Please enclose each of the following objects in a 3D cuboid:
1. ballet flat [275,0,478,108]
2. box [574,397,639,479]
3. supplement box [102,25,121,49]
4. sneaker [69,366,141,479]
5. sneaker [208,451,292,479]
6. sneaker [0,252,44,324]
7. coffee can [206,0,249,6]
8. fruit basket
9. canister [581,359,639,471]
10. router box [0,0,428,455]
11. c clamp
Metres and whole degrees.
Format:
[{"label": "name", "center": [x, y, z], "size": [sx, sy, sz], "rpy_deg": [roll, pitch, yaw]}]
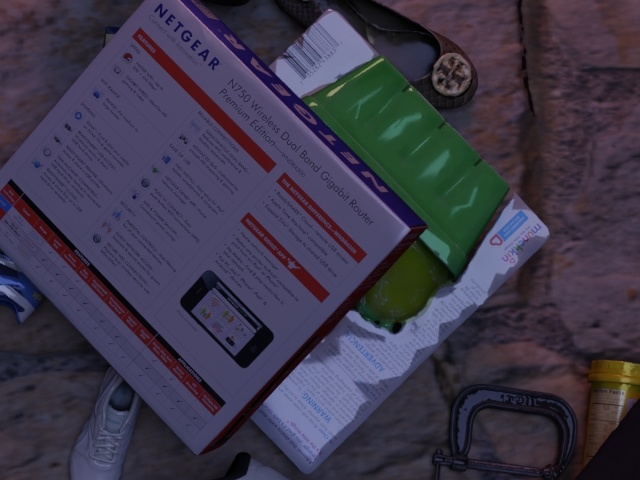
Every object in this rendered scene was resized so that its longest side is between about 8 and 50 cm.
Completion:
[{"label": "ballet flat", "center": [0.060, -0.221, 1.579], "size": [0.250, 0.058, 0.084], "rpy_deg": [33, 78, -4]}, {"label": "box", "center": [0.556, 0.314, 1.336], "size": [0.472, 0.480, 0.297], "rpy_deg": [47, 75, -13]}, {"label": "supplement box", "center": [-0.183, -0.169, 1.527], "size": [0.083, 0.056, 0.083], "rpy_deg": [4, 81, -10]}, {"label": "sneaker", "center": [-0.211, 0.189, 1.469], "size": [0.054, 0.061, 0.152], "rpy_deg": [16, 81, -10]}, {"label": "sneaker", "center": [-0.126, 0.333, 1.441], "size": [0.182, 0.127, 0.315], "rpy_deg": [35, 70, 0]}, {"label": "sneaker", "center": [-0.341, 0.035, 1.472], "size": [0.144, 0.053, 0.059], "rpy_deg": [23, 81, -5]}, {"label": "coffee can", "center": [-0.087, -0.407, 1.506], "size": [0.201, 0.201, 0.275], "rpy_deg": [32, 77, -5]}, {"label": "fruit basket", "center": [0.000, 0.000, 1.510], "size": [0.327, 0.165, 0.353], "rpy_deg": [45, 93, 0]}, {"label": "canister", "center": [0.336, 0.218, 1.559], "size": [0.126, 0.073, 0.170], "rpy_deg": [10, 82, -11]}, {"label": "router box", "center": [-0.120, -0.020, 1.414], "size": [0.335, 0.082, 0.301], "rpy_deg": [46, 103, 9]}, {"label": "c clamp", "center": [0.193, 0.220, 1.561], "size": [0.161, 0.022, 0.137], "rpy_deg": [3, 76, -8]}]
